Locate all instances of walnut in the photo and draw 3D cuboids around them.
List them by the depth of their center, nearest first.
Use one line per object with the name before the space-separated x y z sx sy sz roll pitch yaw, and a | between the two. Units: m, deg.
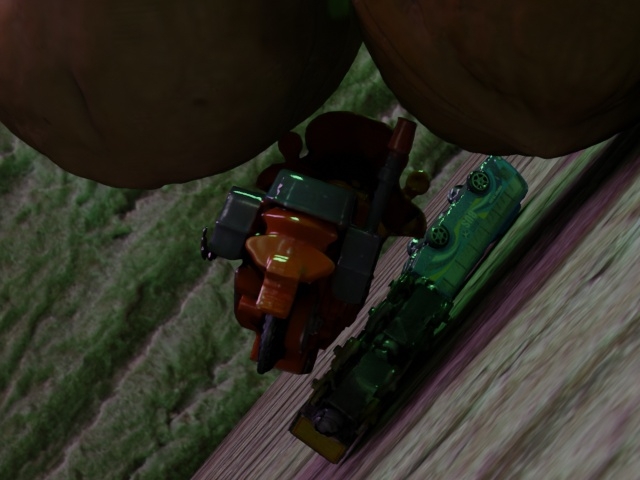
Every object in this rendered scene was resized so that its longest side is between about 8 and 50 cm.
walnut | 0.151 -0.217 1.395 0.333 0.333 0.333 -49 1 1
walnut | -0.127 -0.223 1.523 0.381 0.381 0.381 -49 1 1

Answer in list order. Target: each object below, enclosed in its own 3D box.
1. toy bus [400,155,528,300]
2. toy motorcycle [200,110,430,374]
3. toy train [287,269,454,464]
toy bus | 0.127 -0.009 1.719 0.153 0.061 0.051 -51 3 -26
toy motorcycle | 0.000 0.000 1.522 0.325 0.147 0.221 32 -105 -84
toy train | 0.040 0.099 1.522 0.202 0.060 0.081 -49 -8 -48
